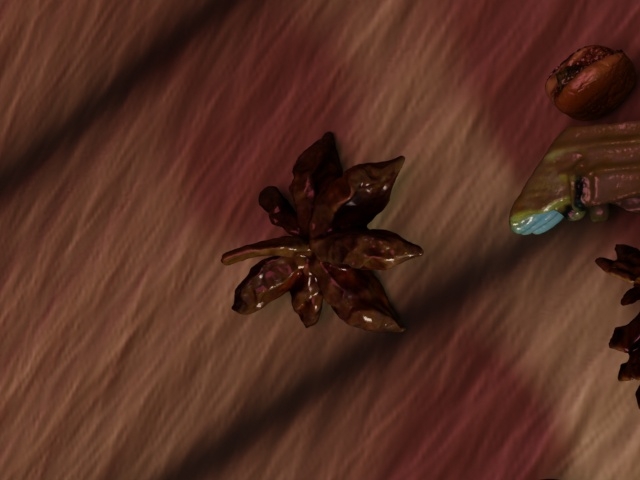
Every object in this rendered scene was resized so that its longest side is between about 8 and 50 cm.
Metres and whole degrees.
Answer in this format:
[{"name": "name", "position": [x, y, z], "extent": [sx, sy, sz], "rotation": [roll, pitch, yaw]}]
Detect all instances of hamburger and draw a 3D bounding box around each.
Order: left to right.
[{"name": "hamburger", "position": [0.233, -0.134, 1.297], "extent": [0.076, 0.083, 0.044], "rotation": [-46, 61, 20]}]

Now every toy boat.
[{"name": "toy boat", "position": [0.287, -0.061, 1.253], "extent": [0.276, 0.111, 0.084], "rotation": [-8, 81, 30]}]

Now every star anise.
[{"name": "star anise", "position": [0.006, 0.003, 1.408], "extent": [0.196, 0.111, 0.212], "rotation": [31, 96, 17]}]

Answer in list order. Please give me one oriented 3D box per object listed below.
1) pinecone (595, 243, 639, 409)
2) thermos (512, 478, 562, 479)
[{"name": "pinecone", "position": [0.321, 0.083, 1.200], "extent": [0.185, 0.168, 0.212], "rotation": [-8, 84, 22]}, {"name": "thermos", "position": [0.171, 0.366, 1.308], "extent": [0.136, 0.109, 0.330], "rotation": [23, 100, 26]}]
